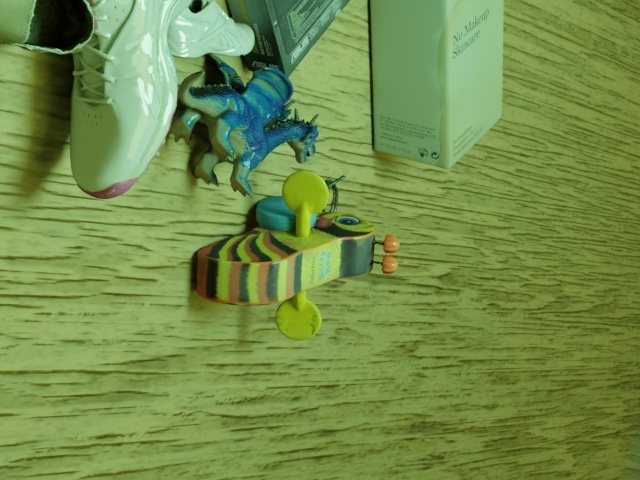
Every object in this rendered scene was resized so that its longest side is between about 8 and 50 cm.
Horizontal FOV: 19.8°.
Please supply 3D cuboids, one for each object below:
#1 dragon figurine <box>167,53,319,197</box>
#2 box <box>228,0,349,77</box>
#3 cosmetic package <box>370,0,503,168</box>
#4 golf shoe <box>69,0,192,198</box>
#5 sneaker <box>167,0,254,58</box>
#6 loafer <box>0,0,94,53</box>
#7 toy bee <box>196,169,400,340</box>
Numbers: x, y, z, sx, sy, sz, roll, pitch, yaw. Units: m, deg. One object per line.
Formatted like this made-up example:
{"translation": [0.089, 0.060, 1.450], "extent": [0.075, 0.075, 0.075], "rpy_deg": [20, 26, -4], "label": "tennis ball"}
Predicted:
{"translation": [-0.086, -0.144, 1.933], "extent": [0.144, 0.085, 0.289], "rpy_deg": [-63, 152, -20], "label": "dragon figurine"}
{"translation": [-0.019, -0.317, 1.993], "extent": [0.231, 0.056, 0.183], "rpy_deg": [-55, 146, -32], "label": "box"}
{"translation": [0.145, -0.264, 2.270], "extent": [0.160, 0.113, 0.309], "rpy_deg": [-45, 142, -44], "label": "cosmetic package"}
{"translation": [-0.196, -0.194, 1.697], "extent": [0.140, 0.115, 0.306], "rpy_deg": [17, 83, -53], "label": "golf shoe"}
{"translation": [-0.113, -0.220, 1.878], "extent": [0.152, 0.054, 0.061], "rpy_deg": [-13, 113, -59], "label": "sneaker"}
{"translation": [-0.277, -0.218, 1.528], "extent": [0.268, 0.092, 0.102], "rpy_deg": [12, 94, -63], "label": "loafer"}
{"translation": [0.000, 0.000, 2.095], "extent": [0.298, 0.162, 0.195], "rpy_deg": [-50, 143, -37], "label": "toy bee"}
